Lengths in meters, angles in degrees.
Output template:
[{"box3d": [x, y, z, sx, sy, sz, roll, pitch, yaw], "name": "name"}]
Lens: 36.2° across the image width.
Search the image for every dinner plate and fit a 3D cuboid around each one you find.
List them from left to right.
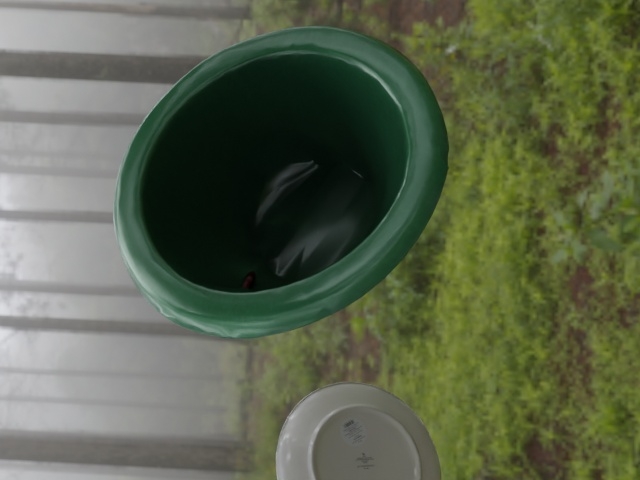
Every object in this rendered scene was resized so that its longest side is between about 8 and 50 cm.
[{"box3d": [0.034, 0.176, 0.766, 0.017, 0.141, 0.141, 128, 150, -55], "name": "dinner plate"}]

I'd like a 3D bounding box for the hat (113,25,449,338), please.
[{"box3d": [0.000, 0.000, 0.549, 0.208, 0.173, 0.183, 59, -178, 38], "name": "hat"}]
